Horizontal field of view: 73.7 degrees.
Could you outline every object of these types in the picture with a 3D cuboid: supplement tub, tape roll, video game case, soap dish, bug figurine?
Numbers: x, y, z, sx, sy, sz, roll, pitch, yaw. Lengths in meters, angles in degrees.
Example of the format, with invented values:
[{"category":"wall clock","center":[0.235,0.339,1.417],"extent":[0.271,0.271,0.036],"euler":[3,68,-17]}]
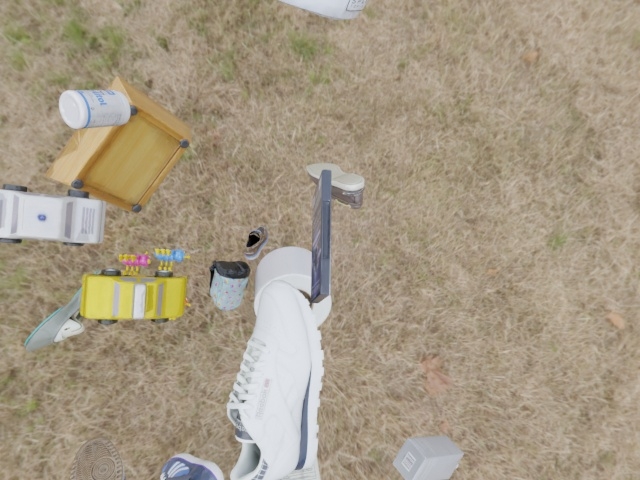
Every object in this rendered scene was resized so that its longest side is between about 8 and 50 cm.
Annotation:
[{"category":"supplement tub","center":[-0.437,-0.256,0.830],"extent":[0.071,0.107,0.070],"euler":[10,113,25]},{"category":"tape roll","center":[-0.094,0.164,1.405],"extent":[0.247,0.246,0.169],"euler":[-9,30,-3]},{"category":"video game case","center":[0.000,0.000,0.992],"extent":[0.026,0.196,0.273],"euler":[2,76,-7]},{"category":"soap dish","center":[-0.479,-0.215,1.056],"extent":[0.290,0.229,0.118],"euler":[-52,55,4]},{"category":"bug figurine","center":[-0.514,0.118,1.336],"extent":[0.217,0.278,0.072],"euler":[7,33,-5]}]

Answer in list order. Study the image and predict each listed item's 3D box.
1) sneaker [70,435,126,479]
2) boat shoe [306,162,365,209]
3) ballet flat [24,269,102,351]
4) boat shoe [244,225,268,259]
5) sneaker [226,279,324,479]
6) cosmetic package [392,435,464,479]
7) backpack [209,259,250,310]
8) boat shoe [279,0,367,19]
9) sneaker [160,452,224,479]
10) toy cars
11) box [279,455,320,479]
[{"category":"sneaker","center":[-0.419,0.553,0.876],"extent":[0.099,0.153,0.282],"euler":[-24,59,-21]},{"category":"boat shoe","center":[0.047,-0.201,1.518],"extent":[0.117,0.096,0.324],"euler":[-22,31,-24]},{"category":"ballet flat","center":[-0.503,0.152,0.887],"extent":[0.068,0.072,0.213],"euler":[34,57,-1]},{"category":"boat shoe","center":[-0.249,-0.005,1.674],"extent":[0.066,0.066,0.183],"euler":[2,40,8]},{"category":"sneaker","center":[-0.057,0.163,0.490],"extent":[0.095,0.090,0.234],"euler":[-3,92,-31]},{"category":"cosmetic package","center":[0.394,0.790,1.546],"extent":[0.107,0.238,0.127],"euler":[38,105,49]},{"category":"backpack","center":[-0.352,0.172,1.621],"extent":[0.152,0.115,0.181],"euler":[8,116,-32]},{"category":"boat shoe","center":[-0.094,-0.328,0.420],"extent":[0.336,0.119,0.121],"euler":[23,35,8]},{"category":"sneaker","center":[-0.484,0.805,1.355],"extent":[0.323,0.236,0.130],"euler":[-19,93,38]},{"category":"toy cars","center":[-0.402,0.034,0.756],"extent":[0.176,0.087,0.393],"euler":[-48,113,-17]},{"category":"box","center":[-0.092,0.717,1.447],"extent":[0.149,0.126,0.232],"euler":[-6,49,-8]}]
